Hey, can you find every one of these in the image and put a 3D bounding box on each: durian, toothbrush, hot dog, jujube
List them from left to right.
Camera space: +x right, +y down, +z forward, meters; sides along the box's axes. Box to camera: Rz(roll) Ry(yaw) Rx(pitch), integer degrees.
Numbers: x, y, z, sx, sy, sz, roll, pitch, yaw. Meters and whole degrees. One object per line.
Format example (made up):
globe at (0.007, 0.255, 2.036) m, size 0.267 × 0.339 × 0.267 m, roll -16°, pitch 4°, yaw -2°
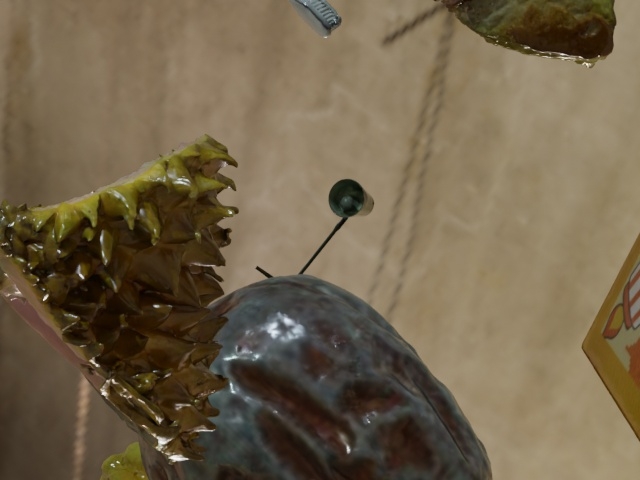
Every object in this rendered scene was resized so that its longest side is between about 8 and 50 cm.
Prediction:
durian at (-0.124, 0.048, 1.043) m, size 0.185 × 0.196 × 0.305 m, roll -25°, pitch 0°, yaw -19°
toothbrush at (-0.083, -0.295, 1.622) m, size 0.024 × 0.288 × 0.021 m, roll -37°, pitch -15°, yaw -28°
jujube at (-0.007, 0.176, 1.340) m, size 0.246 × 0.308 × 0.215 m, roll -51°, pitch -6°, yaw 17°
hot dog at (0.106, -0.224, 1.130) m, size 0.123 × 0.262 × 0.093 m, roll -28°, pitch 12°, yaw -2°

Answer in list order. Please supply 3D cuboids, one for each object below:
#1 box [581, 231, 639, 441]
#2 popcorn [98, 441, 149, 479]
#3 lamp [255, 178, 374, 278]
box at (0.312, 0.013, 0.774) m, size 0.214 × 0.259 × 0.284 m, roll -114°, pitch 47°, yaw -68°
popcorn at (-0.124, 0.250, 1.569) m, size 0.197 × 0.197 × 0.156 m, roll 29°, pitch -104°, yaw -68°
lamp at (0.001, -0.001, 1.439) m, size 0.121 × 0.041 × 0.054 m, roll -46°, pitch -20°, yaw 12°
